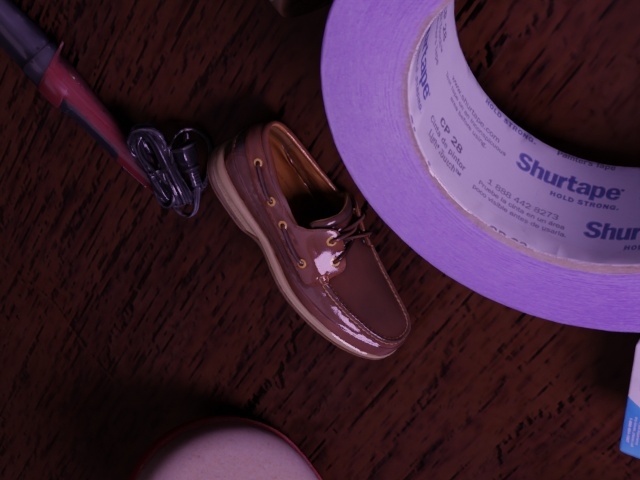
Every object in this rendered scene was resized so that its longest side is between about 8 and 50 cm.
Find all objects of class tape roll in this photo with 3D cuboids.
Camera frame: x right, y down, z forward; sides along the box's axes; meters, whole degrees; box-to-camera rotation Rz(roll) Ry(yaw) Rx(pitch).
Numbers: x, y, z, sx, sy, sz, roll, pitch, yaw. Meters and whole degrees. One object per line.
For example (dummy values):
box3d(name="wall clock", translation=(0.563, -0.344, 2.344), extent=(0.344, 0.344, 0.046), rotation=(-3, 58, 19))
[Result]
box3d(name="tape roll", translation=(0.142, -0.082, 0.760), extent=(0.274, 0.090, 0.275), rotation=(13, 135, 14))

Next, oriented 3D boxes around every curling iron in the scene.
box3d(name="curling iron", translation=(-0.175, -0.122, 1.032), extent=(0.274, 0.035, 0.068), rotation=(44, 131, 0))

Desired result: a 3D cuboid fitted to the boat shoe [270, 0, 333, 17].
box3d(name="boat shoe", translation=(0.025, -0.243, 0.757), extent=(0.098, 0.109, 0.302), rotation=(53, 142, 15))

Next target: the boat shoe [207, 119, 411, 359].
box3d(name="boat shoe", translation=(0.000, 0.000, 0.975), extent=(0.178, 0.064, 0.060), rotation=(52, 137, -4))

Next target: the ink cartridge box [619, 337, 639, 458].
box3d(name="ink cartridge box", translation=(0.245, 0.098, 0.881), extent=(0.122, 0.052, 0.088), rotation=(20, 130, 24))

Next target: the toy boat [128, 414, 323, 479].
box3d(name="toy boat", translation=(-0.059, 0.240, 1.158), extent=(0.231, 0.151, 0.151), rotation=(58, 163, -13))
